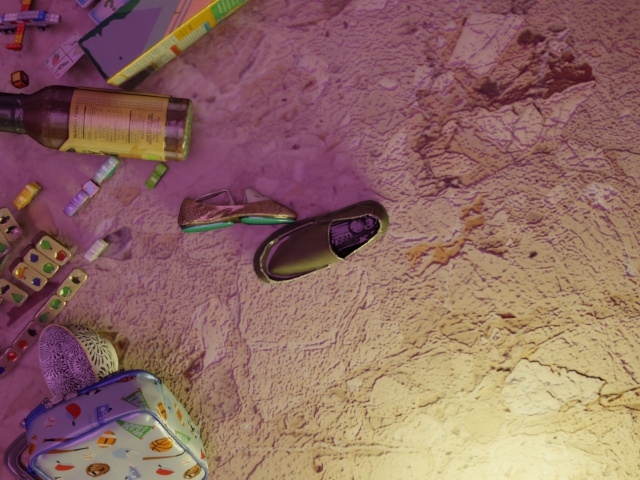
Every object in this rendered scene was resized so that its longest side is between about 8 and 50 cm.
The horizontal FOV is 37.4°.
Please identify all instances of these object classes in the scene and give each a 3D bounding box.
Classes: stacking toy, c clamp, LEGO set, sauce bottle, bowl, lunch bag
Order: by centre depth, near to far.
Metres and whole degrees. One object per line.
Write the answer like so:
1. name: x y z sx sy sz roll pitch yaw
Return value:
1. sauce bottle: -0.383 -0.197 1.538 0.344 0.111 0.111 6 95 -2
2. lunch bag: -0.334 0.339 1.541 0.243 0.115 0.303 -23 138 2
3. LEGO set: -0.440 -0.367 1.542 0.244 0.060 0.182 -44 64 3
4. bowl: -0.397 0.210 1.603 0.080 0.170 0.170 -22 98 -44
5. stacking toy: -0.389 -0.094 1.606 0.167 0.052 0.221 40 92 -5
6. c clamp: -0.480 0.380 1.657 0.137 0.022 0.161 -41 95 1

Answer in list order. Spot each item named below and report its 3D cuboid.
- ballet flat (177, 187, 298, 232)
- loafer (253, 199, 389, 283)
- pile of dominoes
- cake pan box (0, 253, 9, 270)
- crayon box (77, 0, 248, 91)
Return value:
1. ballet flat: -0.142 -0.056 1.613 0.206 0.073 0.067 -4 81 -6
2. loafer: 0.000 0.000 1.611 0.251 0.087 0.094 -27 95 0
3. pile of dominoes: -0.527 0.093 1.574 0.196 0.040 0.251 41 86 -30
4. cake pan box: -0.700 0.082 1.601 0.245 0.070 0.267 27 93 -2
5. crayon box: -0.219 -0.371 1.513 0.323 0.203 0.083 -36 95 0
